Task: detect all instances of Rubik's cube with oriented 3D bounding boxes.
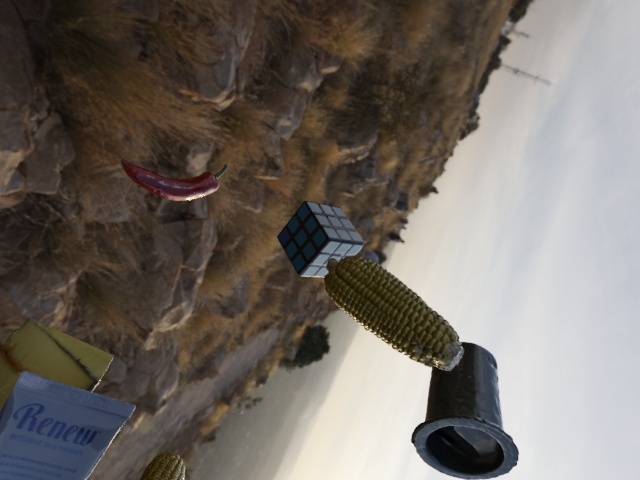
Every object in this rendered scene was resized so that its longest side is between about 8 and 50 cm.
[{"bbox_3d":[0.000,0.000,1.357,0.163,0.160,0.162,6,132,-45],"label":"Rubik's cube"}]

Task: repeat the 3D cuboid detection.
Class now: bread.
[{"bbox_3d":[-0.916,0.434,1.458,0.346,0.405,0.242,-57,-173,5],"label":"bread"}]

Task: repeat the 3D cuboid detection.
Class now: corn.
[{"bbox_3d":[0.137,0.140,0.958,0.130,0.347,0.130,-31,141,-30],"label":"corn"},{"bbox_3d":[-0.332,0.530,0.916,0.305,0.106,0.106,-116,-132,-79],"label":"corn"}]

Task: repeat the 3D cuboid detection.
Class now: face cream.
[{"bbox_3d":[-0.587,0.474,0.917,0.420,0.235,0.137,-58,-149,-4],"label":"face cream"}]

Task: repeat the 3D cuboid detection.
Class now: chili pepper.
[{"bbox_3d":[-0.481,-0.204,1.581,0.368,0.092,0.137,-4,98,-39],"label":"chili pepper"}]

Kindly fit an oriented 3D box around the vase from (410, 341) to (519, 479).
[{"bbox_3d":[0.378,0.418,1.197,0.291,0.245,0.245,-63,171,-52],"label":"vase"}]
